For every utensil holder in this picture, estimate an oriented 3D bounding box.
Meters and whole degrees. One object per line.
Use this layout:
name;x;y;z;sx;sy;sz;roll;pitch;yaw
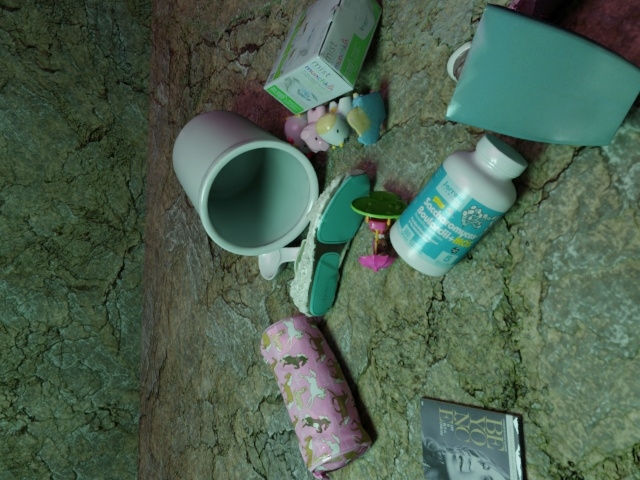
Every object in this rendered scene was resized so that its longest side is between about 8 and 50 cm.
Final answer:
utensil holder;-0.236;-0.189;1.342;0.385;0.328;0.327;45;121;49

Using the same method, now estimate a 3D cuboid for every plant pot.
plant pot;0.345;-0.244;0.707;0.234;0.165;0.165;23;122;15

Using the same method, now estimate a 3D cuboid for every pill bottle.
pill bottle;0.258;-0.066;0.865;0.264;0.146;0.146;-56;47;32

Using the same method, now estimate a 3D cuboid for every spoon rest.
spoon rest;-0.114;0.046;1.369;0.276;0.084;0.137;-9;80;50

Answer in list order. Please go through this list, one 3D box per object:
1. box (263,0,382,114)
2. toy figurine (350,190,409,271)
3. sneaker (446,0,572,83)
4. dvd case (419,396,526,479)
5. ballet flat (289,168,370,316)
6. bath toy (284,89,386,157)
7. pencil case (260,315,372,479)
box;0.004;-0.485;1.163;0.231;0.127;0.261;-6;58;50
toy figurine;0.131;-0.014;1.053;0.130;0.173;0.159;7;115;9
sneaker;0.363;-0.326;0.811;0.281;0.107;0.162;-34;68;53
dvd case;0.286;0.405;0.892;0.221;0.018;0.164;-10;79;50
ballet flat;0.000;0.000;1.181;0.147;0.147;0.408;35;113;47
bath toy;0.017;-0.289;1.205;0.348;0.151;0.129;5;113;56
pencil case;-0.021;0.383;1.165;0.386;0.160;0.167;61;139;33
